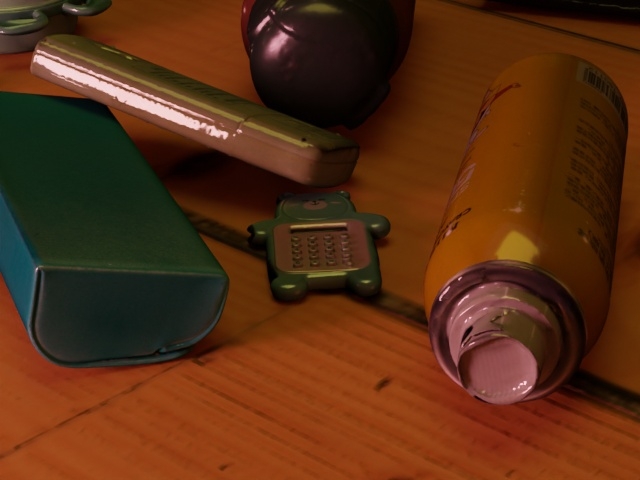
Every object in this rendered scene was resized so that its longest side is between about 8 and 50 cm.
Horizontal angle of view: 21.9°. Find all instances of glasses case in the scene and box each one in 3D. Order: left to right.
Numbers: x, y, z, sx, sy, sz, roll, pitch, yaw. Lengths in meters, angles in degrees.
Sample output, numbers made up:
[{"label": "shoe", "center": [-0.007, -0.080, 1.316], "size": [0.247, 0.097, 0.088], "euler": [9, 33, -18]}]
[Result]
[{"label": "glasses case", "center": [-0.159, -0.016, 1.048], "size": [0.117, 0.070, 0.301], "euler": [3, 21, -23]}]

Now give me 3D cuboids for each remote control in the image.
[{"label": "remote control", "center": [-0.087, -0.092, 1.165], "size": [0.233, 0.038, 0.098], "euler": [23, 11, 17]}]

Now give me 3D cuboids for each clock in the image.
[{"label": "clock", "center": [-0.279, -0.210, 1.445], "size": [0.148, 0.060, 0.188], "euler": [-21, 34, -38]}]

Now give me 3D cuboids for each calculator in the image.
[{"label": "calculator", "center": [0.000, 0.000, 1.066], "size": [0.094, 0.019, 0.141], "euler": [-4, 27, -2]}]

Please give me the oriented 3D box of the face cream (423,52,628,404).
[{"label": "face cream", "center": [0.125, -0.008, 0.986], "size": [0.105, 0.105, 0.348], "euler": [5, 27, 10]}]

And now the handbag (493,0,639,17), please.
[{"label": "handbag", "center": [0.320, -0.305, 1.585], "size": [0.329, 0.122, 0.303], "euler": [8, 27, 18]}]

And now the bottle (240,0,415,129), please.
[{"label": "bottle", "center": [0.013, -0.195, 1.329], "size": [0.144, 0.144, 0.336], "euler": [2, 27, 3]}]
